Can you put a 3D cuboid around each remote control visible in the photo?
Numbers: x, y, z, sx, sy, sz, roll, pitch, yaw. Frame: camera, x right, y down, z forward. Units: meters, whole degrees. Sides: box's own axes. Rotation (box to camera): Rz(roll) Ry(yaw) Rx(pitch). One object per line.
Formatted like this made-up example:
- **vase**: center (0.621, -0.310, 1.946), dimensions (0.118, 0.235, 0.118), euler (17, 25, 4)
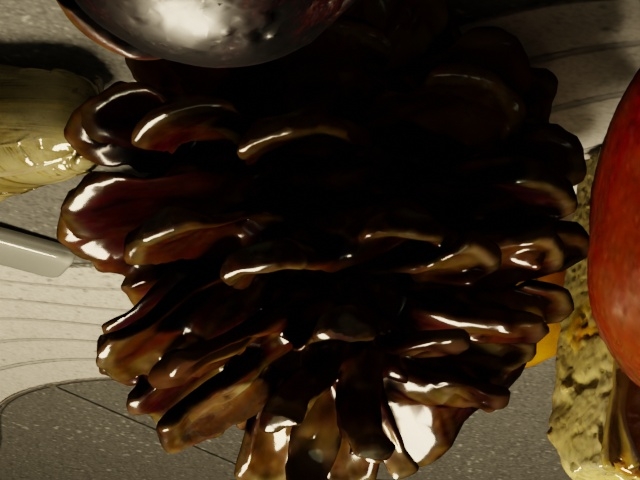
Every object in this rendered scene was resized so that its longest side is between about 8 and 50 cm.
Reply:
- **remote control**: center (-0.374, -0.014, 1.729), dimensions (0.261, 0.029, 0.067), euler (16, 156, -19)

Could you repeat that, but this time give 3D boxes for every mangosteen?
- **mangosteen**: center (-0.080, -0.196, 0.982), dimensions (0.211, 0.211, 0.250), euler (26, 161, -33)

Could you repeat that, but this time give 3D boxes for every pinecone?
- **pinecone**: center (0.000, 0.000, 1.225), dimensions (0.398, 0.398, 0.398), euler (9, 157, 4)

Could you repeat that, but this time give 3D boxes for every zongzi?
- **zongzi**: center (-0.280, -0.112, 1.388), dimensions (0.194, 0.099, 0.197), euler (-11, 141, 40)

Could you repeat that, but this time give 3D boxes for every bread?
- **bread**: center (0.279, 0.070, 1.337), dimensions (0.185, 0.274, 0.114), euler (20, 155, -23)

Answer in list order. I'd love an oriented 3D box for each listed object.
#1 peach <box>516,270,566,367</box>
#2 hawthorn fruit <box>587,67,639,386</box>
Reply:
- **peach**: center (0.160, 0.043, 1.509), dimensions (0.138, 0.138, 0.138), euler (9, 157, 4)
- **hawthorn fruit**: center (0.305, -0.019, 1.137), dimensions (0.295, 0.295, 0.311), euler (-2, 120, 27)
